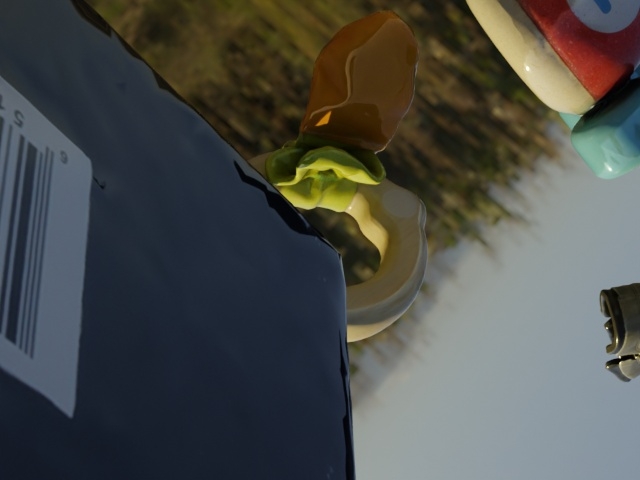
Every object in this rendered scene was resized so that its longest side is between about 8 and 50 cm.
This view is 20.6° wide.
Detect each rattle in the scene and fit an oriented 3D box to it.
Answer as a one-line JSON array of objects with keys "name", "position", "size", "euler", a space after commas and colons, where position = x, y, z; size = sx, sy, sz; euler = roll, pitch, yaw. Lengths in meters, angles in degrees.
[{"name": "rattle", "position": [0.000, 0.000, 0.917], "size": [0.143, 0.130, 0.199], "euler": [-43, -172, 45]}]

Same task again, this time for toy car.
[{"name": "toy car", "position": [0.216, -0.207, 1.203], "size": [0.238, 0.219, 0.210], "euler": [-38, -171, 12]}]

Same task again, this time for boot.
[{"name": "boot", "position": [0.281, 0.059, 1.243], "size": [0.161, 0.083, 0.246], "euler": [-21, 153, 13]}]

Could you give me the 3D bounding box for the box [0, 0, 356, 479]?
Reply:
[{"name": "box", "position": [-0.189, 0.047, 0.380], "size": [0.294, 0.296, 0.183], "euler": [-27, -140, 23]}]
